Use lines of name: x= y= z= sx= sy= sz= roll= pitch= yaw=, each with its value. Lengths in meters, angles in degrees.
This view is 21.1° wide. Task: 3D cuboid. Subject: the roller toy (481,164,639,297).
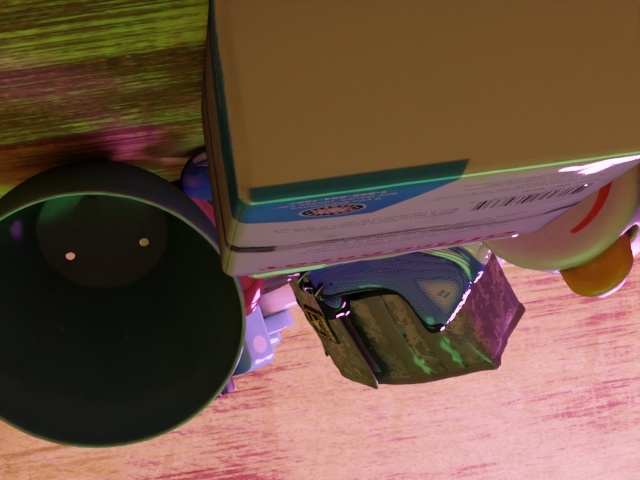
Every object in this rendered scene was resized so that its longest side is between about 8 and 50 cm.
roller toy: x=0.232 y=-0.061 z=1.662 sx=0.191 sy=0.209 sz=0.146 roll=15 pitch=-176 yaw=26

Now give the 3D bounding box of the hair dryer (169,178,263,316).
hair dryer: x=-0.176 y=0.047 z=1.903 sx=0.224 sy=0.080 sz=0.293 roll=11 pitch=133 yaw=-17

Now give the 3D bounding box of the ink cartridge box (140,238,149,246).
ink cartridge box: x=-0.276 y=0.066 z=2.402 sx=0.171 sy=0.056 sz=0.235 roll=-6 pitch=156 yaw=-33

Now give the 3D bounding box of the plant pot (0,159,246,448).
plant pot: x=-0.223 y=0.035 z=1.727 sx=0.290 sy=0.290 sz=0.195 roll=-9 pitch=-151 yaw=1

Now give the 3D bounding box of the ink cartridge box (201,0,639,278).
ink cartridge box: x=0.059 y=-0.090 z=1.304 sx=0.286 sy=0.166 sz=0.395 roll=-8 pitch=172 yaw=-6

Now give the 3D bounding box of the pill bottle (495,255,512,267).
pill bottle: x=0.284 y=-0.012 z=2.577 sx=0.184 sy=0.103 sz=0.103 roll=-6 pitch=173 yaw=-22

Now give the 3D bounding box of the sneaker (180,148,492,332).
sneaker: x=0.000 y=0.000 z=1.741 sx=0.330 sy=0.147 sz=0.130 roll=22 pitch=-177 yaw=16

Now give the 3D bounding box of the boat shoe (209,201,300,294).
boat shoe: x=-0.082 y=-0.005 z=2.032 sx=0.355 sy=0.130 sz=0.132 roll=-20 pitch=172 yaw=30

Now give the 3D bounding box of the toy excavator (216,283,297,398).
toy excavator: x=-0.093 y=0.097 z=2.749 sx=0.445 sy=0.222 sz=0.433 roll=-22 pitch=-177 yaw=-41

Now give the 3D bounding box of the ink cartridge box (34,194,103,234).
ink cartridge box: x=-0.271 y=-0.029 z=1.874 sx=0.089 sy=0.052 sz=0.122 roll=-10 pitch=175 yaw=-2

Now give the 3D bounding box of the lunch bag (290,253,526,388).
lunch bag: x=0.084 y=0.067 z=2.279 sx=0.287 sy=0.235 sz=0.169 roll=-13 pitch=-153 yaw=34
